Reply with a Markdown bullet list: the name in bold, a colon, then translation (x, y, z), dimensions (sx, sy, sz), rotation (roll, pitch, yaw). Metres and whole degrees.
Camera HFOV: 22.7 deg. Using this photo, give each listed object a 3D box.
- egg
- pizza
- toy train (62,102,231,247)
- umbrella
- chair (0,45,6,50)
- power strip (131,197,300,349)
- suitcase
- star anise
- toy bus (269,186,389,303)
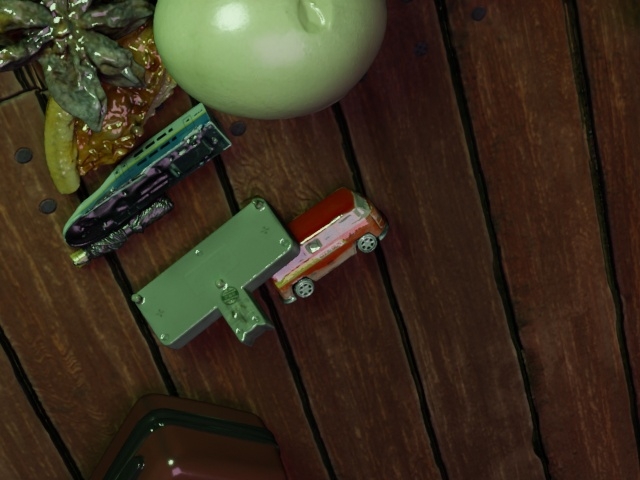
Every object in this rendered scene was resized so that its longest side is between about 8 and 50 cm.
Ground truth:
- **egg**: translation (-0.052, -0.241, 1.756), dimensions (0.269, 0.219, 0.219), rotation (-16, 131, -20)
- **pizza**: translation (-0.243, -0.166, 1.835), dimensions (0.134, 0.056, 0.271), rotation (26, 113, -29)
- **toy train**: translation (-0.218, -0.075, 1.924), dimensions (0.234, 0.051, 0.052), rotation (-35, 133, 8)
- **umbrella**: translation (-0.246, -0.014, 1.967), dimensions (0.144, 0.040, 0.037), rotation (-33, 126, -2)
- **chair**: translation (-0.441, -0.165, 1.712), dimensions (0.145, 0.221, 0.140), rotation (-4, 147, 35)
- **power strip**: translation (-0.118, 0.063, 2.017), dimensions (0.216, 0.145, 0.061), rotation (-39, 159, 7)
- **suitcase**: translation (-0.205, 0.368, 2.213), dimensions (0.236, 0.161, 0.297), rotation (16, 119, -33)
- **star anise**: translation (-0.268, -0.238, 1.710), dimensions (0.212, 0.073, 0.196), rotation (27, 74, -15)
- **toy bus**: translation (0.000, 0.000, 2.076), dimensions (0.174, 0.079, 0.077), rotation (-36, 123, 4)
